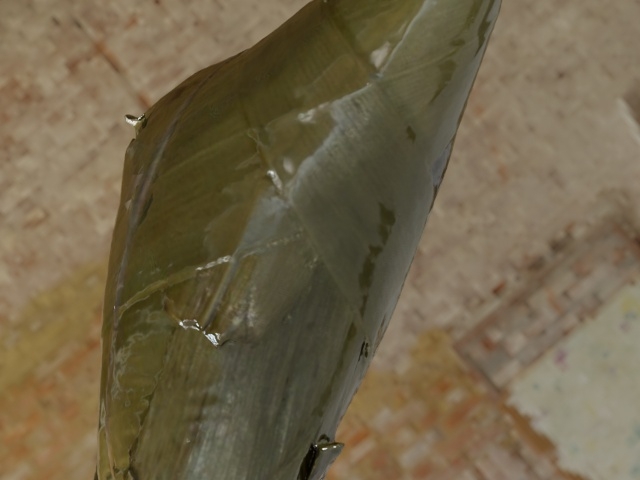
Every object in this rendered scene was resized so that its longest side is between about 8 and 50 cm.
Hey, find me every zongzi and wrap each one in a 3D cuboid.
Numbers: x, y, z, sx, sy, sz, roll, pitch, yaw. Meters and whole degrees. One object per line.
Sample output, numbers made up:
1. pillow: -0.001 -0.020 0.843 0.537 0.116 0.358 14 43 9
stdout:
1. zongzi: 0.000 0.000 0.804 0.300 0.145 0.273 -35 42 49
